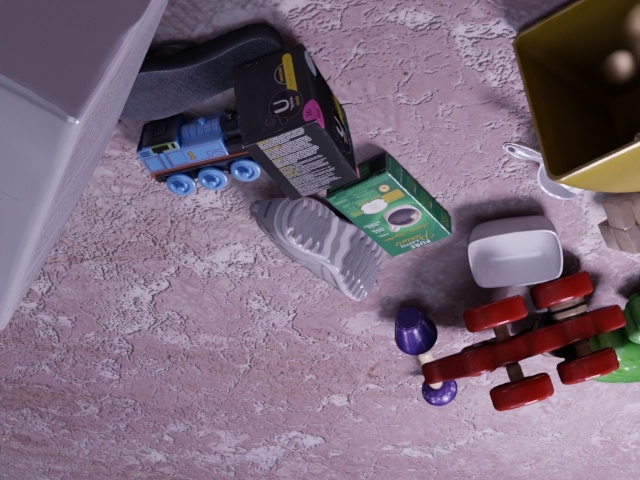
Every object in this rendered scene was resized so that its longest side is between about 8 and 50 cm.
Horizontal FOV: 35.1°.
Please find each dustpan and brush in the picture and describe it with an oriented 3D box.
[{"bbox_3d":[0.333,-0.113,1.400,0.211,0.060,0.147,21,139,-24],"label":"dustpan and brush"}]

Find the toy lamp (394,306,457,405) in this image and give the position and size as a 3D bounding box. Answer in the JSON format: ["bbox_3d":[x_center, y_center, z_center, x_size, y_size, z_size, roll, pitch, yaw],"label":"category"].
[{"bbox_3d":[0.190,0.210,1.827,0.080,0.080,0.274,-10,141,15],"label":"toy lamp"}]

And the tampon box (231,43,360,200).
[{"bbox_3d":[-0.030,-0.147,1.289,0.101,0.120,0.161,-18,152,13],"label":"tampon box"}]

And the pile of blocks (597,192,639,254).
[{"bbox_3d":[0.570,0.000,1.533,0.362,0.149,0.112,27,180,-17],"label":"pile of blocks"}]

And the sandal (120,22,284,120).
[{"bbox_3d":[-0.169,-0.219,1.293,0.254,0.054,0.097,-15,148,6],"label":"sandal"}]

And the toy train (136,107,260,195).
[{"bbox_3d":[-0.157,-0.126,1.388,0.184,0.080,0.105,-11,136,17],"label":"toy train"}]

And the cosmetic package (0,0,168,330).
[{"bbox_3d":[-0.380,-0.182,1.062,0.327,0.329,0.393,27,138,-10],"label":"cosmetic package"}]

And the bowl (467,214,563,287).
[{"bbox_3d":[0.303,0.011,1.576,0.142,0.053,0.142,-7,143,12],"label":"bowl"}]

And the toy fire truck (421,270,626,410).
[{"bbox_3d":[0.339,0.172,1.693,0.302,0.169,0.254,-17,175,-16],"label":"toy fire truck"}]

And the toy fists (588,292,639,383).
[{"bbox_3d":[0.555,0.159,1.734,0.142,0.096,0.279,2,146,-26],"label":"toy fists"}]

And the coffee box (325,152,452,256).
[{"bbox_3d":[0.104,-0.049,1.511,0.113,0.040,0.184,-23,136,30],"label":"coffee box"}]

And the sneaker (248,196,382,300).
[{"bbox_3d":[0.000,0.000,1.563,0.115,0.105,0.281,18,163,40],"label":"sneaker"}]

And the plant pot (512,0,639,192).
[{"bbox_3d":[0.387,-0.172,1.215,0.212,0.212,0.187,-26,148,32],"label":"plant pot"}]
